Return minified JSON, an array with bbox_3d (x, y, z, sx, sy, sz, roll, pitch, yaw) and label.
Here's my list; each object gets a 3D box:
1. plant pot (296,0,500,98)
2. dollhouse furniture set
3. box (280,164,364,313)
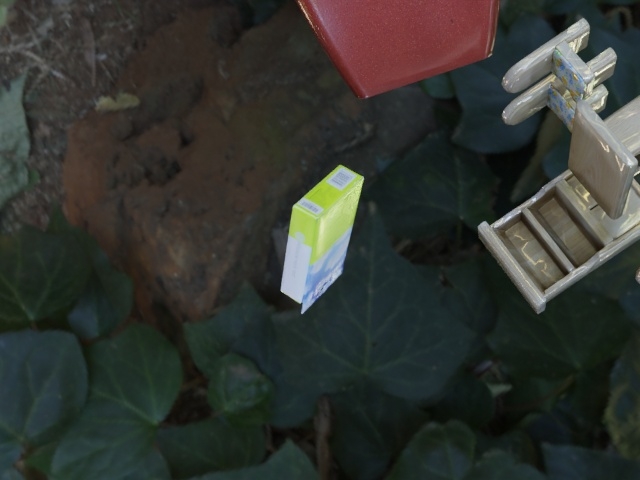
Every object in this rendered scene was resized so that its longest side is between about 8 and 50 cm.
[{"bbox_3d":[0.086,-0.336,1.205,0.267,0.267,0.236,-18,121,2],"label":"plant pot"},{"bbox_3d":[0.246,-0.043,0.931,0.161,0.212,0.242,-34,159,-1],"label":"dollhouse furniture set"},{"bbox_3d":[0.000,0.000,1.263,0.109,0.042,0.178,-43,155,-40],"label":"box"}]
